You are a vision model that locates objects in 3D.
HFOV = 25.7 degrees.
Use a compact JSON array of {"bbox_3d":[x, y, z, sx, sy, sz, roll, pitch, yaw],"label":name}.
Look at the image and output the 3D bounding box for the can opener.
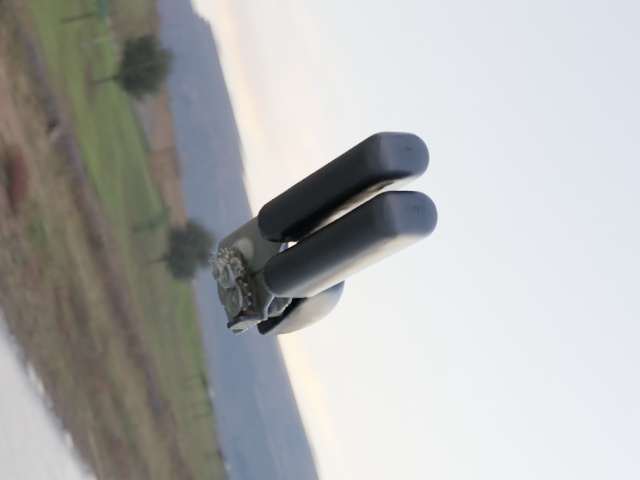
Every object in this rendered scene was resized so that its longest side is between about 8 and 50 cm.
[{"bbox_3d":[0.000,0.000,0.932,0.280,0.093,0.074,145,-61,-61],"label":"can opener"}]
